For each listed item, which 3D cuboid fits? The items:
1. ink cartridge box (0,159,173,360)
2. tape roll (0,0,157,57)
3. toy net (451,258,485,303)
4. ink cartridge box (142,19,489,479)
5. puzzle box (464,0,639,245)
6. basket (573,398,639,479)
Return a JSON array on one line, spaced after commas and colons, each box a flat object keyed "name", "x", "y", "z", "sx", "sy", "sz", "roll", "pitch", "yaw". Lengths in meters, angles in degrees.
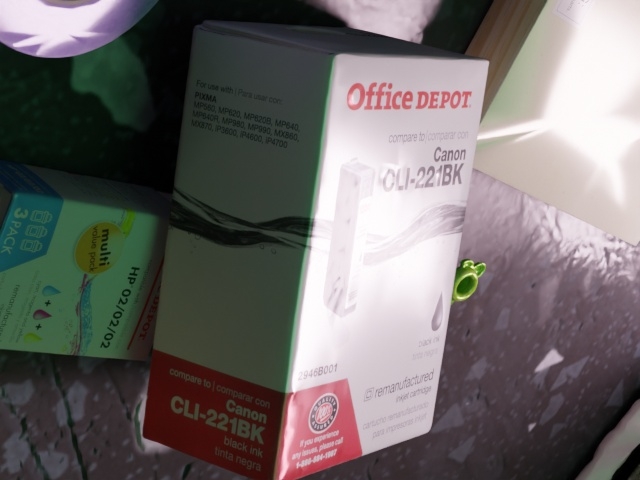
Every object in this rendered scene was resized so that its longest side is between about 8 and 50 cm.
[{"name": "ink cartridge box", "x": -0.150, "y": 0.016, "z": 0.970, "sx": 0.181, "sy": 0.061, "sz": 0.104, "roll": 9, "pitch": 109, "yaw": -45}, {"name": "tape roll", "x": -0.147, "y": -0.198, "z": 0.797, "sx": 0.189, "sy": 0.080, "sz": 0.189, "roll": -38, "pitch": 142, "yaw": -38}, {"name": "toy net", "x": 0.024, "y": 0.066, "z": 1.171, "sx": 0.232, "sy": 0.045, "sz": 0.122, "roll": -43, "pitch": 138, "yaw": -10}, {"name": "ink cartridge box", "x": 0.000, "y": 0.000, "z": 0.992, "sx": 0.197, "sy": 0.114, "sz": 0.273, "roll": -8, "pitch": 109, "yaw": -55}, {"name": "puzzle box", "x": 0.270, "y": -0.212, "z": 1.205, "sx": 0.272, "sy": 0.052, "sz": 0.409, "roll": 22, "pitch": 100, "yaw": -46}, {"name": "basket", "x": 0.438, "y": 0.330, "z": 1.488, "sx": 0.328, "sy": 0.331, "sz": 0.266, "roll": -52, "pitch": 139, "yaw": -4}]
